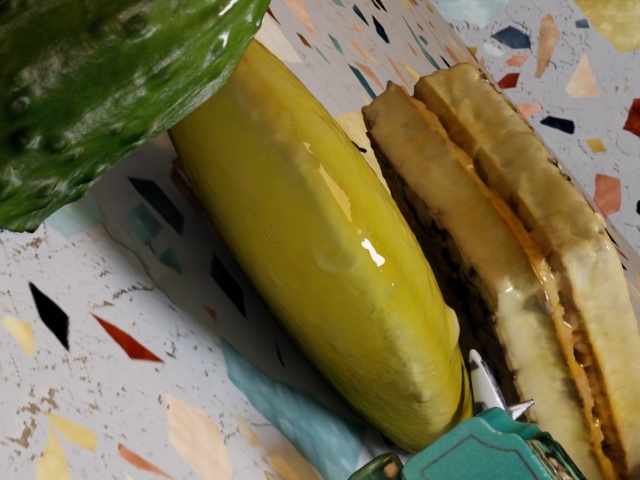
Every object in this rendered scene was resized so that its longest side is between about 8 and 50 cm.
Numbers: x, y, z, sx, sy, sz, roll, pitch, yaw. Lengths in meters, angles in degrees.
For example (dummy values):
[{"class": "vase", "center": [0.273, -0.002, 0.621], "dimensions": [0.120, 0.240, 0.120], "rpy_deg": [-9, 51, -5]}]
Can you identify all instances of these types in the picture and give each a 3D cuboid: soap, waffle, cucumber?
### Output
[{"class": "soap", "center": [-0.003, 0.002, 1.227], "dimensions": [0.306, 0.115, 0.427], "rpy_deg": [57, -2, 31]}, {"class": "waffle", "center": [0.163, 0.066, 1.370], "dimensions": [0.261, 0.114, 0.376], "rpy_deg": [61, -4, 44]}, {"class": "cucumber", "center": [-0.112, -0.111, 0.974], "dimensions": [0.134, 0.244, 0.134], "rpy_deg": [54, 14, -20]}]

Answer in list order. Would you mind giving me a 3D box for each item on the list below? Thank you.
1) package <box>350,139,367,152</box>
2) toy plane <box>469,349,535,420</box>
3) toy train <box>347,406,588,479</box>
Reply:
[{"class": "package", "center": [-0.057, -0.123, 1.429], "dimensions": [0.154, 0.030, 0.239], "rpy_deg": [34, 6, 19]}, {"class": "toy plane", "center": [0.151, 0.186, 1.225], "dimensions": [0.082, 0.160, 0.234], "rpy_deg": [-10, 93, -35]}, {"class": "toy train", "center": [0.110, 0.203, 1.079], "dimensions": [0.198, 0.154, 0.107], "rpy_deg": [54, 12, 9]}]
